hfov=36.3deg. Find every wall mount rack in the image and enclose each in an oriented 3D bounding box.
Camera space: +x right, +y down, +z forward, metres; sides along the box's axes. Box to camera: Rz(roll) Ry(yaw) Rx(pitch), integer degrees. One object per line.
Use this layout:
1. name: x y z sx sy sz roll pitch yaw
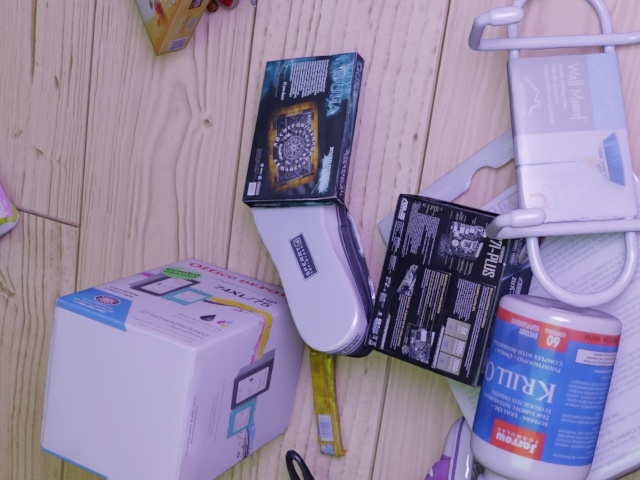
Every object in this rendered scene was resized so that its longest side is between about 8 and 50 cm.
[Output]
1. wall mount rack: 0.306 -0.117 0.949 0.304 0.130 0.350 -4 81 0

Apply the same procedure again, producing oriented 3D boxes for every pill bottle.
1. pill bottle: 0.220 0.173 0.983 0.124 0.124 0.221 12 95 25

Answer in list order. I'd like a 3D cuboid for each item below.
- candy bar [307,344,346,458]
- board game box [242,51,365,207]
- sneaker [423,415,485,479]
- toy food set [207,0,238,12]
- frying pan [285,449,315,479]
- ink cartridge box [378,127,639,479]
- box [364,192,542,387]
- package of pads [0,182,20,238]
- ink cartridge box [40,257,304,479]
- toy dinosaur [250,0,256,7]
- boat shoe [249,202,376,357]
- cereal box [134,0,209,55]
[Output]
1. candy bar: 0.008 0.206 1.263 0.040 0.018 0.161 -1 100 31
2. board game box: -0.019 -0.130 1.153 0.126 0.026 0.186 0 71 27
3. sneaker: 0.106 0.332 1.167 0.161 0.102 0.282 14 90 25
4. toy food set: -0.145 -0.322 1.230 0.122 0.019 0.078 22 109 22
5. frying pan: 0.019 0.445 1.286 0.326 0.053 0.197 48 117 10
6. ink cartridge box: 0.269 0.070 1.085 0.308 0.091 0.385 -36 66 29
7. box: 0.145 0.051 1.072 0.147 0.077 0.180 16 97 36
8. package of pads: -0.608 -0.087 1.471 0.229 0.101 0.296 -37 83 29
9. ink cartridge box: -0.170 0.159 1.201 0.198 0.270 0.197 16 106 23
10. toy dinosaur: -0.075 -0.448 1.133 0.160 0.121 0.313 27 107 7
11. boat shoe: 0.000 0.000 1.177 0.108 0.102 0.301 -29 65 18
12. cereal box: -0.205 -0.365 1.166 0.240 0.047 0.173 67 157 6
